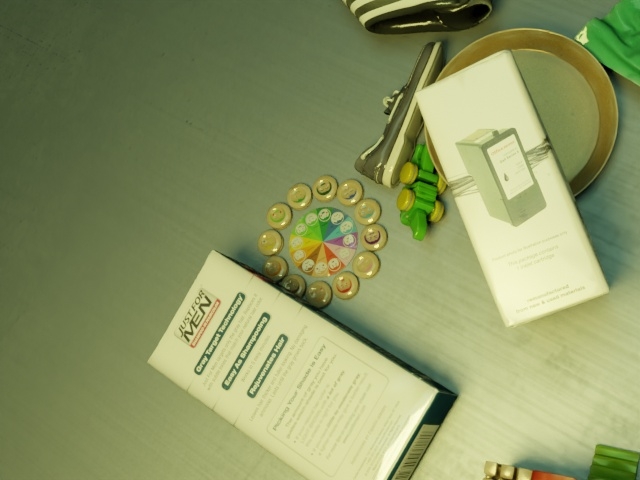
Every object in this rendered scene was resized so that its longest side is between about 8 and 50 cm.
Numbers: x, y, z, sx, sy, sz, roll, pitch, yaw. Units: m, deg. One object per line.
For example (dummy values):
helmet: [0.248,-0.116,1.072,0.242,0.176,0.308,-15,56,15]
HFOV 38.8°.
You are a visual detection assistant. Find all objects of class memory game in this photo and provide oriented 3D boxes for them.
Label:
memory game: [0.000,0.000,1.220,0.186,0.012,0.186,-6,72,18]

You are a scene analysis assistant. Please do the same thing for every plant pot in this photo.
plant pot: [0.250,-0.148,1.143,0.236,0.032,0.236,-2,84,16]

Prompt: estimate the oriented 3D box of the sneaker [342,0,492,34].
sneaker: [0.217,-0.434,1.213,0.447,0.169,0.257,-34,74,17]

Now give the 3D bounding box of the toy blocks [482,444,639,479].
toy blocks: [0.294,0.294,0.883,0.381,0.261,0.190,8,77,22]

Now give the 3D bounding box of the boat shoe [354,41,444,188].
boat shoe: [0.105,-0.173,1.201,0.065,0.075,0.206,20,87,22]

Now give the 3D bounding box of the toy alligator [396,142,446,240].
toy alligator: [0.128,-0.083,1.181,0.051,0.056,0.189,-30,47,59]

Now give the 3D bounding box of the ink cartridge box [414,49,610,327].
ink cartridge box: [0.220,-0.050,1.020,0.115,0.198,0.273,-22,80,15]

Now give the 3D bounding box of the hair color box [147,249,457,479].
hair color box: [-0.027,0.171,1.123,0.347,0.105,0.174,30,90,25]

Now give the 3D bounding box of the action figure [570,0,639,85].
action figure: [0.431,-0.203,1.092,0.137,0.063,0.232,-38,61,4]
